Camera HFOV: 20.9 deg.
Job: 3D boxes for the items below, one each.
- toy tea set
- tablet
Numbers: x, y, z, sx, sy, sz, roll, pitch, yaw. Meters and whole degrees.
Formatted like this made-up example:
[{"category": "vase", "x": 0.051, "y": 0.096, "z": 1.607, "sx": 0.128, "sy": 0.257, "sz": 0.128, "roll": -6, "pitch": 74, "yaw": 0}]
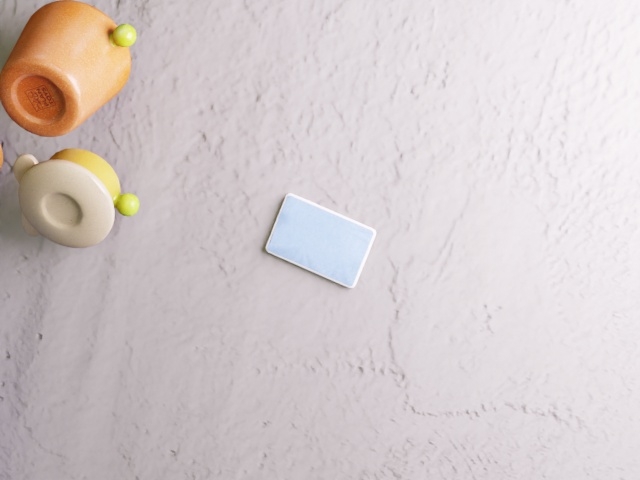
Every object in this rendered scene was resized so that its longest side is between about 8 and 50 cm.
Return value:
[{"category": "toy tea set", "x": -0.302, "y": -0.127, "z": 1.478, "sx": 0.336, "sy": 0.124, "sz": 0.200, "roll": 14, "pitch": 127, "yaw": 10}, {"category": "tablet", "x": 0.000, "y": 0.000, "z": 1.443, "sx": 0.083, "sy": 0.006, "sz": 0.054, "roll": 23, "pitch": 99, "yaw": 11}]
